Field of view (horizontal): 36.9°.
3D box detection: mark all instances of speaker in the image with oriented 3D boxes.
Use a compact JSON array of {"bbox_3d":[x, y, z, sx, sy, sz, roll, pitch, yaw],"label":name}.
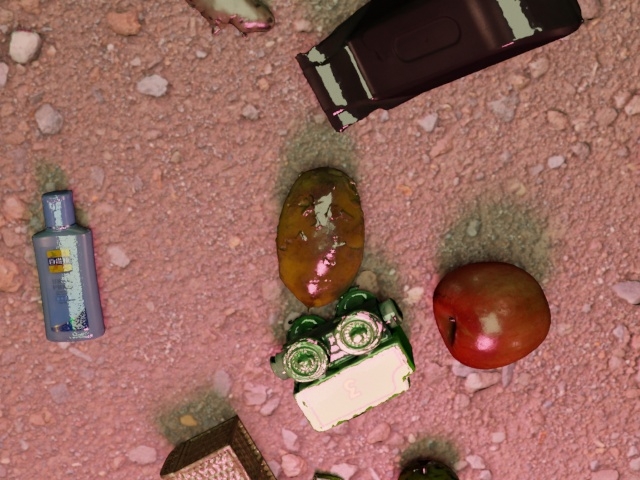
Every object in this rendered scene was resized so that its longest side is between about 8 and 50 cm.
[{"bbox_3d":[0.165,-0.303,1.412,0.184,0.388,0.180,-39,104,-36],"label":"speaker"}]

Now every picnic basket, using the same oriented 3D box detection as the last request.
[{"bbox_3d":[-0.173,0.442,1.693,0.154,0.134,0.196,-28,102,8],"label":"picnic basket"}]

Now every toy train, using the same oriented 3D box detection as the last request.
[{"bbox_3d":[0.045,0.202,1.636,0.243,0.132,0.188,-29,106,10],"label":"toy train"}]

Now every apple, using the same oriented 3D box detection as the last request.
[{"bbox_3d":[0.281,0.121,1.592,0.168,0.181,0.181,-22,103,-17],"label":"apple"}]

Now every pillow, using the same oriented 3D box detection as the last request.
[{"bbox_3d":[-0.183,-0.404,1.529,0.241,0.051,0.093,43,95,-10],"label":"pillow"}]

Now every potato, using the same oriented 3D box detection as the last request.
[{"bbox_3d":[0.000,0.000,1.593,0.149,0.113,0.251,8,102,-5],"label":"potato"}]

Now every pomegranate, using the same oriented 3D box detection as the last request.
[{"bbox_3d":[0.191,0.463,1.707,0.122,0.122,0.161,2,127,0],"label":"pomegranate"}]

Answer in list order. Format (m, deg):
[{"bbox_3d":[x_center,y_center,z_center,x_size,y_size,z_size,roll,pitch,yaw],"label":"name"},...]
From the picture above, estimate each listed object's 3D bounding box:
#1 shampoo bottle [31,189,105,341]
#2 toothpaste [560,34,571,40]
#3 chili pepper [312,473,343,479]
[{"bbox_3d":[-0.434,0.043,1.636,0.103,0.061,0.258,-4,103,1],"label":"shampoo bottle"},{"bbox_3d":[0.391,-0.417,1.532,0.048,0.031,0.190,1,100,3],"label":"toothpaste"},{"bbox_3d":[0.027,0.445,1.749,0.083,0.022,0.027,25,69,-4],"label":"chili pepper"}]
